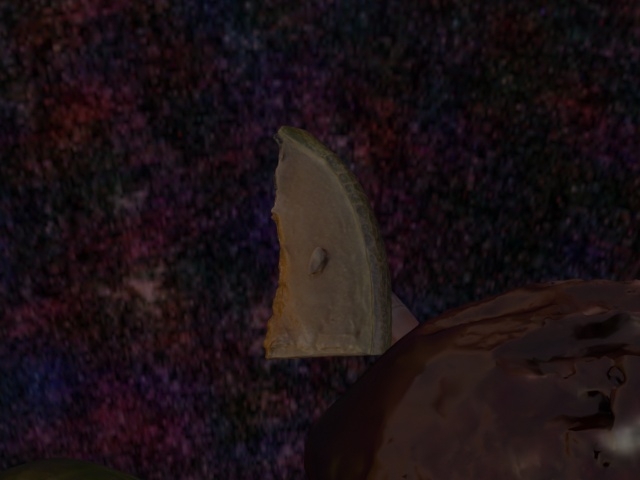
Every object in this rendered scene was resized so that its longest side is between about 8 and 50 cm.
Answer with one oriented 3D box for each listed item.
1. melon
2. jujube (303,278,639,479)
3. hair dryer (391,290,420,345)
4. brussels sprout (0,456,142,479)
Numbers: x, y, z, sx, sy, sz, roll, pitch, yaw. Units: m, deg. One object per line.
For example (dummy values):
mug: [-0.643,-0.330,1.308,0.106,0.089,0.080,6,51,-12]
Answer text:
melon: [0.008,0.002,1.137,0.098,0.054,0.182,1,84,4]
jujube: [0.179,0.138,0.745,0.376,0.258,0.258,-5,53,18]
hair dryer: [0.031,0.075,1.236,0.114,0.037,0.063,-1,34,-31]
brussels sprout: [-0.275,0.400,1.527,0.289,0.281,0.355,10,69,28]
